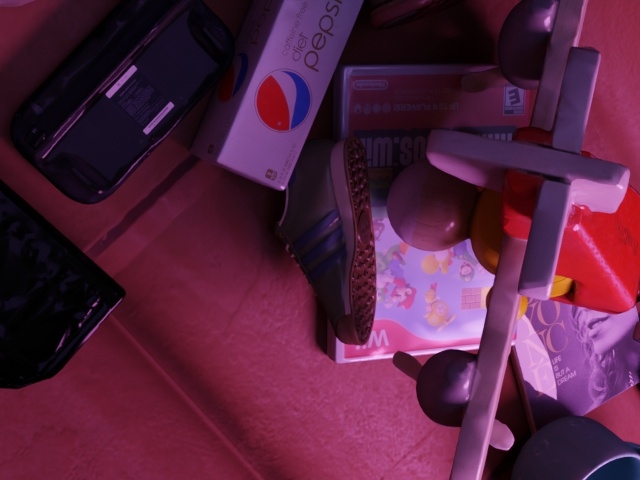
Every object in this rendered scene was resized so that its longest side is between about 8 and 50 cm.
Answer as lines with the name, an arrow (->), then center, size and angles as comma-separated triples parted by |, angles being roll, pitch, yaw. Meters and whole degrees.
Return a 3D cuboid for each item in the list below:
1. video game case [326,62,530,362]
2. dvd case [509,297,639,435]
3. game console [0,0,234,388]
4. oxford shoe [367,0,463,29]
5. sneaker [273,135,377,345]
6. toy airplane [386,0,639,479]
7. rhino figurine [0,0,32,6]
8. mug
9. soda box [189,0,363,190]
video game case -> 0.106, -0.028, 1.195 | 0.204, 0.025, 0.285 | -4, 103, -22
dvd case -> 0.271, 0.085, 1.321 | 0.164, 0.018, 0.221 | -26, 112, -20
game console -> -0.205, -0.058, 1.021 | 0.361, 0.044, 0.213 | -48, 119, -9
oxford shoe -> 0.159, -0.314, 1.132 | 0.348, 0.123, 0.130 | -37, 100, -23
sneaker -> 0.000, 0.000, 1.127 | 0.064, 0.086, 0.192 | -28, 117, -63
toy airplane -> 0.169, -0.022, 1.060 | 0.386, 0.272, 0.384 | -44, 133, -44
rhino figurine -> -0.296, -0.212, 0.922 | 0.243, 0.073, 0.106 | -21, 107, -21
mug -> 0.275, 0.255, 1.309 | 0.158, 0.097, 0.129 | 26, 100, -44
soda box -> -0.034, -0.158, 1.076 | 0.074, 0.069, 0.216 | 23, 89, -30
